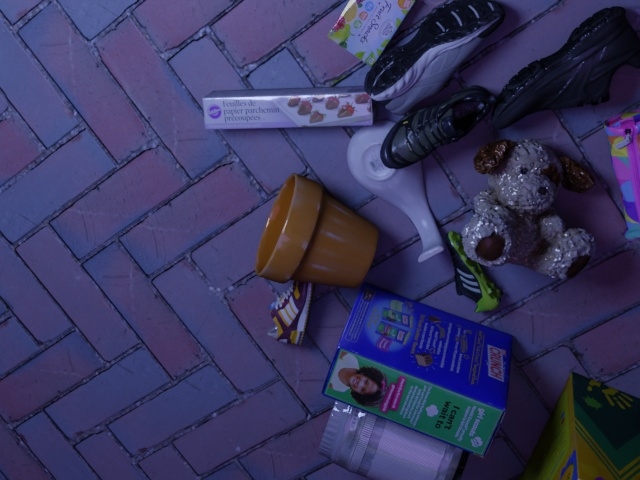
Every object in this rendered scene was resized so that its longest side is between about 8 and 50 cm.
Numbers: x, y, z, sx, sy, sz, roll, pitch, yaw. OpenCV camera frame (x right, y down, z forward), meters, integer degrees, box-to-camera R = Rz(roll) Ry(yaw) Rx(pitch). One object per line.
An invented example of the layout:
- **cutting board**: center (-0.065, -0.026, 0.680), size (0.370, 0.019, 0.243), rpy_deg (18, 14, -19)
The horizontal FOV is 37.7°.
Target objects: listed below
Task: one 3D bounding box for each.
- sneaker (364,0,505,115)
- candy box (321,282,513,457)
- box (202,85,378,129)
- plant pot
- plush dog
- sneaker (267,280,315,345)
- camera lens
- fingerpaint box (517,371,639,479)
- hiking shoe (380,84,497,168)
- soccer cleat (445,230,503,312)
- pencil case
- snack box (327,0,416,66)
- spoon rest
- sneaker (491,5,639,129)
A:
- **sneaker**: center (0.207, -0.323, 1.646), size (0.271, 0.100, 0.108), rpy_deg (-35, 134, 16)
- **candy box**: center (0.190, 0.233, 1.763), size (0.317, 0.268, 0.122), rpy_deg (19, 117, 6)
- **box**: center (-0.056, -0.247, 1.744), size (0.324, 0.067, 0.063), rpy_deg (0, 111, 13)
- **plant pot**: center (0.000, 0.000, 1.769), size (0.188, 0.205, 0.205), rpy_deg (20, 115, -13)
- **plush dog**: center (0.358, -0.070, 1.677), size (0.262, 0.210, 0.225), rpy_deg (11, 101, -21)
- **sneaker**: center (-0.061, 0.126, 1.889), size (0.083, 0.069, 0.185), rpy_deg (12, 112, 3)
- **camera lens**: center (0.156, 0.375, 1.853), size (0.274, 0.219, 0.219), rpy_deg (20, 114, 5)
- **fingerpaint box**: center (0.464, 0.539, 1.763), size (0.163, 0.371, 0.445), rpy_deg (21, 114, 5)
- **hiking shoe**: center (0.202, -0.202, 1.650), size (0.227, 0.114, 0.086), rpy_deg (-34, 96, 6)
- **soccer cleat**: center (0.279, 0.064, 1.793), size (0.072, 0.060, 0.179), rpy_deg (-26, 104, 34)
- **pencil case**: center (0.557, -0.114, 1.632), size (0.104, 0.104, 0.236), rpy_deg (-13, 108, 18)
- **snack box**: center (0.092, -0.396, 1.664), size (0.100, 0.037, 0.141), rpy_deg (33, 115, -2)
- **spoon rest**: center (0.149, -0.095, 1.759), size (0.137, 0.084, 0.276), rpy_deg (-28, 89, 20)
- **sneaker**: center (0.423, -0.268, 1.603), size (0.286, 0.109, 0.130), rpy_deg (-35, 106, 25)
